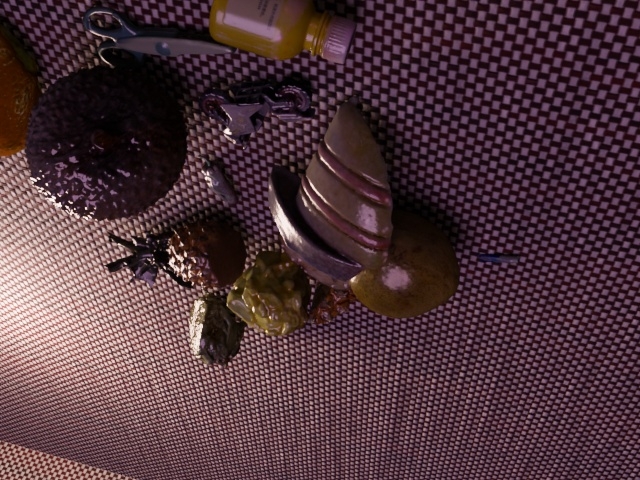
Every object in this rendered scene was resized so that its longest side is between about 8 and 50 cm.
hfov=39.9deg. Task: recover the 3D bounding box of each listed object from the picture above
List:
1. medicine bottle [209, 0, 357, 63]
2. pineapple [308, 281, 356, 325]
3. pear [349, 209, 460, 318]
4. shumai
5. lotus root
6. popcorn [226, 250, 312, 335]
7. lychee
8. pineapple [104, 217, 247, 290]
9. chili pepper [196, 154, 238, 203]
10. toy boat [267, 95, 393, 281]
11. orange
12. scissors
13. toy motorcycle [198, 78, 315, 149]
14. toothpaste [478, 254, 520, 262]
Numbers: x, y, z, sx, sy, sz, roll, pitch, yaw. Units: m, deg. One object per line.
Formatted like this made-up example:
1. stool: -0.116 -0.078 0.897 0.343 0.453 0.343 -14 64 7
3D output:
1. medicine bottle: -0.054 -0.336 1.360 0.212 0.122 0.122 18 145 1
2. pineapple: 0.018 0.125 1.967 0.069 0.137 0.116 45 180 -26
3. pear: 0.147 0.043 1.706 0.228 0.188 0.211 -16 129 42
4. shumai: -0.247 0.223 2.191 0.142 0.184 0.184 5 149 -20
5. lotus root: 0.000 0.000 1.823 0.170 0.074 0.260 -6 135 34
6. popcorn: -0.099 0.113 1.929 0.167 0.185 0.187 28 162 -17
7. lychee: -0.391 -0.176 1.602 0.300 0.300 0.300 13 144 10
8. pineapple: -0.328 0.034 1.980 0.364 0.165 0.165 -3 140 41
9. chili pepper: -0.207 -0.116 1.795 0.050 0.041 0.153 47 168 44
10. toy boat: 0.028 -0.063 1.589 0.293 0.111 0.276 -38 79 50
11. orange: -0.682 -0.287 1.704 0.262 0.196 0.334 33 152 4
12. scissors: -0.274 -0.343 1.525 0.289 0.041 0.138 9 145 21
13. toy motorcycle: -0.109 -0.226 1.571 0.215 0.080 0.122 -2 139 22
14. toothpaste: 0.353 0.036 1.750 0.083 0.015 0.024 0 142 34
